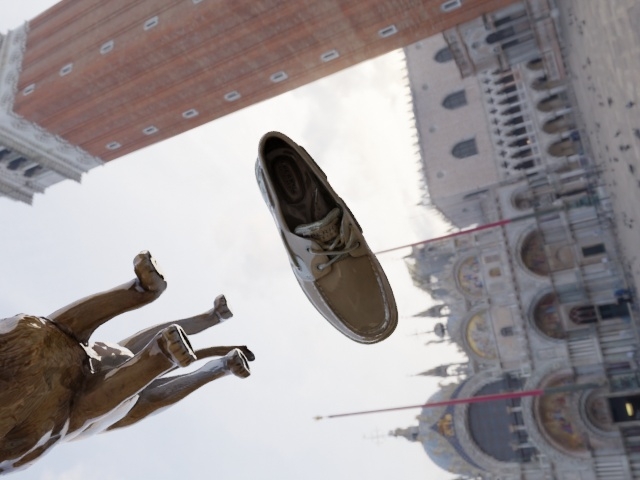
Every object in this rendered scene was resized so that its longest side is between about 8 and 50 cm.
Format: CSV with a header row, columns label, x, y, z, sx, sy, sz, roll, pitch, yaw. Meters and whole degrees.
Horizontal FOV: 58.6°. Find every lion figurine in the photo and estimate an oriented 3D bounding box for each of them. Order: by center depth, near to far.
label,x,y,z,sx,sy,sz,roll,pitch,yaw
lion figurine,-0.206,0.127,0.514,0.142,0.240,0.392,59,179,24

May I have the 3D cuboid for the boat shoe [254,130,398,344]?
label,x,y,z,sx,sy,sz,roll,pitch,yaw
boat shoe,0.000,0.000,0.821,0.341,0.121,0.110,57,175,7
